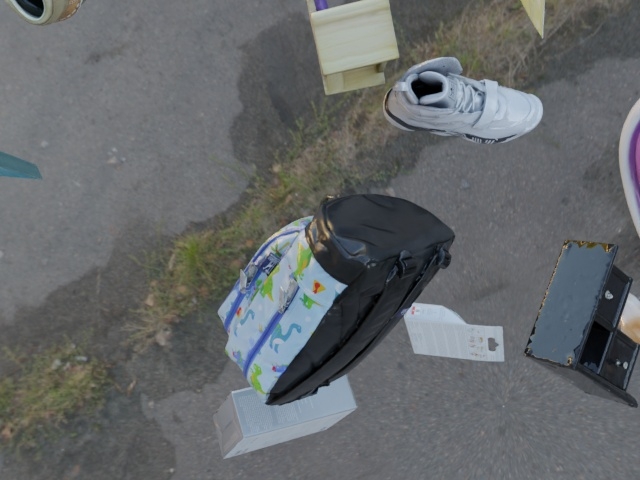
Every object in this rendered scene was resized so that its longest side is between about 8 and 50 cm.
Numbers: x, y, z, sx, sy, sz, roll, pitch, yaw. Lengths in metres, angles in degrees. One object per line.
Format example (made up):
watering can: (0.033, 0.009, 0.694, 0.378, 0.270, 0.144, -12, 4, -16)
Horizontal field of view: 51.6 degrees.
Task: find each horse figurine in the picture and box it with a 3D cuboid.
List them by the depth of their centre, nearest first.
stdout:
horse figurine: (0.553, 0.135, 1.204, 0.066, 0.174, 0.263, -33, 65, 14)

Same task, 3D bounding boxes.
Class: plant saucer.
plant saucer: (-0.317, -0.076, 0.593, 0.067, 0.192, 0.018, 5, 87, -1)

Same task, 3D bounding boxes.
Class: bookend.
bookend: (0.348, 0.105, 0.825, 0.072, 0.157, 0.156, 8, 71, 54)

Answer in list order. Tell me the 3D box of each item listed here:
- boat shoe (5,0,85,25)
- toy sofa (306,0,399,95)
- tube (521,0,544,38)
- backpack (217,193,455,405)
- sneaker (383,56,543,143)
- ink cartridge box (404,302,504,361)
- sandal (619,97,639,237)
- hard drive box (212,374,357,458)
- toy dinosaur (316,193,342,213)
boat shoe: (-0.280, -0.345, 0.586, 0.113, 0.302, 0.103, -10, 36, 3)
toy sofa: (0.062, -0.421, 1.382, 0.150, 0.362, 0.177, -11, 95, 2)
tube: (0.297, -0.417, 0.979, 0.062, 0.070, 0.240, -40, 48, 44)
backpack: (0.000, 0.096, 1.029, 0.273, 0.290, 0.356, 34, 117, 26)
sneaker: (0.323, -0.305, 1.467, 0.365, 0.210, 0.138, 6, 88, 4)
ink cartridge box: (0.258, 0.175, 1.265, 0.179, 0.145, 0.045, 1, 54, 18)
sandal: (0.319, 0.077, 0.382, 0.169, 0.102, 0.416, -25, 110, 43)
hard drive box: (-0.073, 0.334, 1.285, 0.232, 0.181, 0.089, -7, 65, -26)
toy dinosaur: (0.000, 0.000, 1.386, 0.121, 0.313, 0.160, 40, 70, -5)
